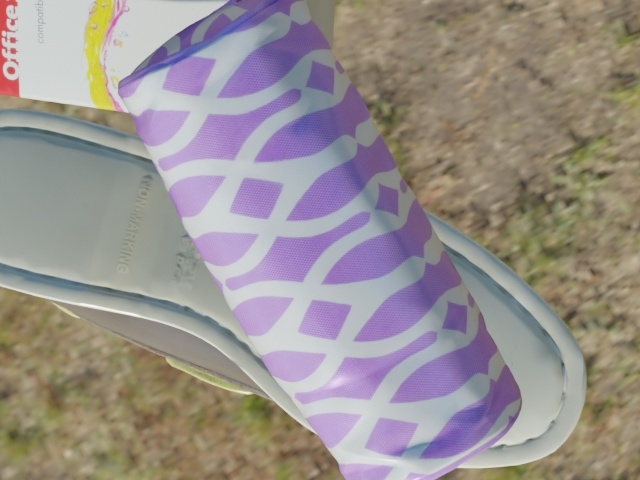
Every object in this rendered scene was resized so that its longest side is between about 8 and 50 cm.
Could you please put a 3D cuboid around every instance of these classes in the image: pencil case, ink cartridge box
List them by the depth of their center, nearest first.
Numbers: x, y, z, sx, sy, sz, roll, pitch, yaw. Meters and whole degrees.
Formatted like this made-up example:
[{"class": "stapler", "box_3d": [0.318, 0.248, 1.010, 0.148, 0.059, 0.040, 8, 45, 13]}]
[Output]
[{"class": "pencil case", "box_3d": [0.000, 0.000, 0.750, 0.086, 0.088, 0.206, -27, 97, 4]}, {"class": "ink cartridge box", "box_3d": [-0.111, -0.144, 1.068, 0.231, 0.078, 0.134, 8, 113, 12]}]

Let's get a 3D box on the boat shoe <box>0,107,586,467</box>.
[{"class": "boat shoe", "box_3d": [-0.027, 0.022, 0.937, 0.324, 0.097, 0.116, 18, 87, 8]}]
